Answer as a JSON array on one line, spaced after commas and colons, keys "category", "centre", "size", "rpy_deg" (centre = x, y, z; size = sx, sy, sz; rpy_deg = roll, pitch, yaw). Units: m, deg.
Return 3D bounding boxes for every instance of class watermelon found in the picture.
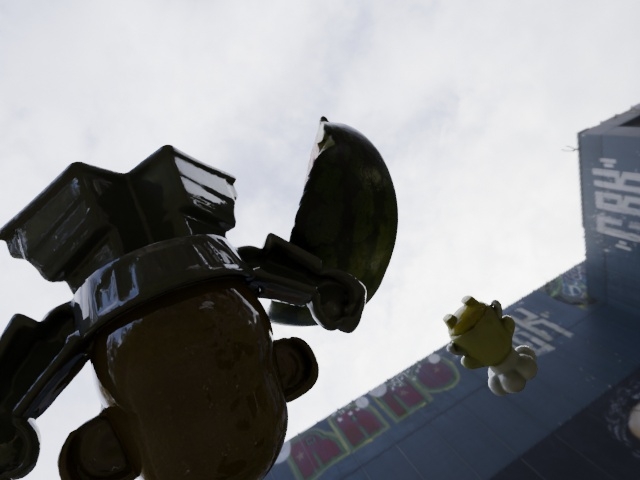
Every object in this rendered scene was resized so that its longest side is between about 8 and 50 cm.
[{"category": "watermelon", "centre": [-0.008, 0.005, 0.533], "size": [0.128, 0.159, 0.303], "rpy_deg": [-7, -62, -54]}]

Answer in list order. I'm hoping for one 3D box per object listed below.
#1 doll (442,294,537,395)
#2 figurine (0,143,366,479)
[{"category": "doll", "centre": [0.253, 0.158, 0.635], "size": [0.106, 0.062, 0.162], "rpy_deg": [-42, -83, -4]}, {"category": "figurine", "centre": [-0.124, 0.075, 0.369], "size": [0.342, 0.167, 0.285], "rpy_deg": [-27, -105, -7]}]
